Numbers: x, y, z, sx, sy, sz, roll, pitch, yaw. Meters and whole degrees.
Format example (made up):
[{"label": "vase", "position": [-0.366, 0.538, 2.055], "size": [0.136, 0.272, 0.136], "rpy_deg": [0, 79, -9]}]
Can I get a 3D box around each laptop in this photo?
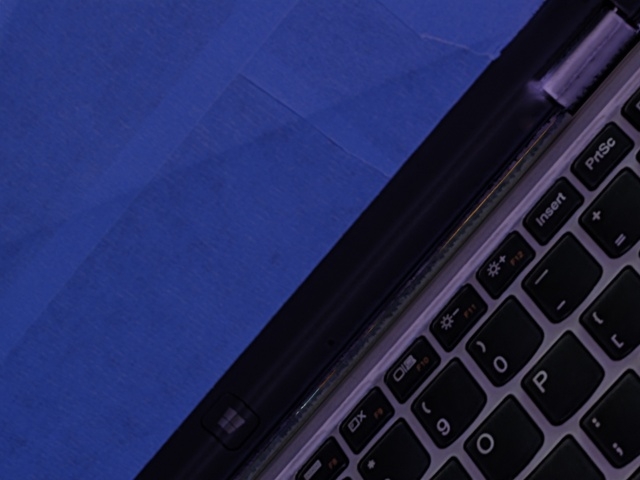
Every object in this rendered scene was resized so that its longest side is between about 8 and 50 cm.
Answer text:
[{"label": "laptop", "position": [-0.057, 0.061, 0.433], "size": [0.236, 0.408, 0.382], "rpy_deg": [26, 110, -45]}]

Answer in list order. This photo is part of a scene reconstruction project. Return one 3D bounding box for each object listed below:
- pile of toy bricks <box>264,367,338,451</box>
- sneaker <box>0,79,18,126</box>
[{"label": "pile of toy bricks", "position": [0.000, 0.000, 0.671], "size": [0.212, 0.118, 0.105], "rpy_deg": [29, 37, -1]}, {"label": "sneaker", "position": [-0.175, -0.129, 0.594], "size": [0.178, 0.124, 0.296], "rpy_deg": [-18, 62, -10]}]
